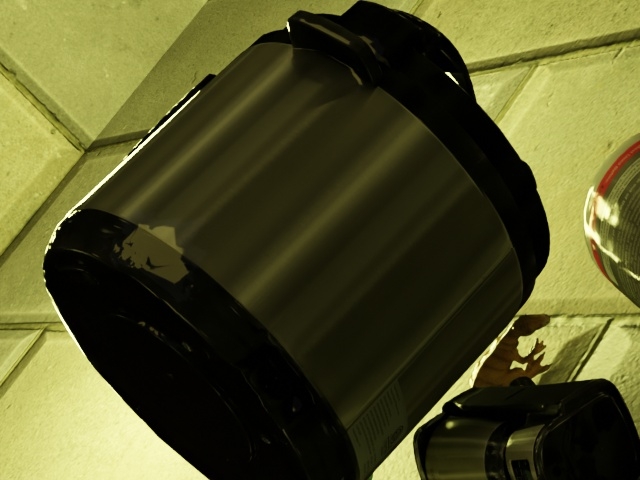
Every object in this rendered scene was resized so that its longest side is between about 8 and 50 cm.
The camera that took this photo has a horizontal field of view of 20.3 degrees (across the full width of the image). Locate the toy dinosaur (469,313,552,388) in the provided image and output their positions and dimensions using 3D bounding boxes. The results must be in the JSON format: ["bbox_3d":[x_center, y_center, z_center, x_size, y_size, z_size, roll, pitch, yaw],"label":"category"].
[{"bbox_3d":[0.166,0.141,1.771,0.112,0.064,0.211,-17,-42,-53],"label":"toy dinosaur"}]

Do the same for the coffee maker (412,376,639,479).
[{"bbox_3d":[0.197,0.174,1.615,0.178,0.120,0.171,-9,40,53],"label":"coffee maker"}]

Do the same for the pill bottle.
[{"bbox_3d":[0.361,0.020,1.537,0.176,0.176,0.318,-42,23,3],"label":"pill bottle"}]

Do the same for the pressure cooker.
[{"bbox_3d":[0.005,0.004,1.654,0.420,0.375,0.370,-45,8,-22],"label":"pressure cooker"}]

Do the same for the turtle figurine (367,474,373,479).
[{"bbox_3d":[-0.020,0.282,1.802,0.234,0.118,0.175,-43,66,7],"label":"turtle figurine"}]
